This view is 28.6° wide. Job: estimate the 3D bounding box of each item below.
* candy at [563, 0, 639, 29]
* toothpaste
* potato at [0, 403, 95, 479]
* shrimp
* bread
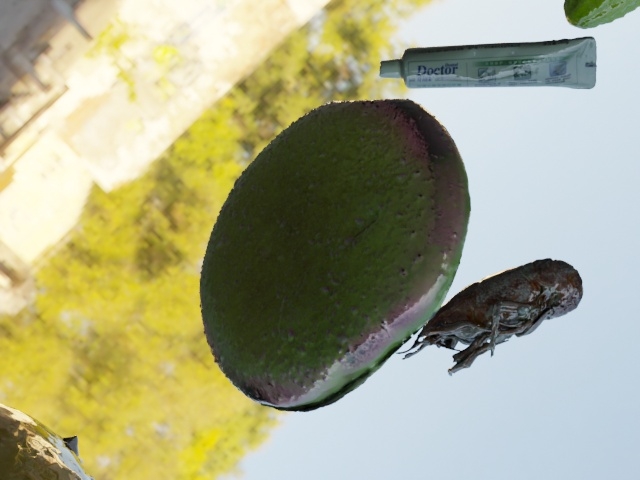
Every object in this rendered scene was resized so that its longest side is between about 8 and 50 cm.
[{"bbox_3d":[0.342,-0.305,1.341,0.209,0.097,0.097,-44,-168,-1],"label":"candy"},{"bbox_3d":[0.167,-0.176,1.265,0.218,0.064,0.041,0,-137,11],"label":"toothpaste"},{"bbox_3d":[-0.353,0.347,1.172,0.442,0.385,0.319,-60,-173,16],"label":"potato"},{"bbox_3d":[0.160,0.074,1.200,0.190,0.073,0.075,-25,171,6],"label":"shrimp"},{"bbox_3d":[0.000,0.000,0.834,0.229,0.033,0.228,-22,-128,31],"label":"bread"}]
